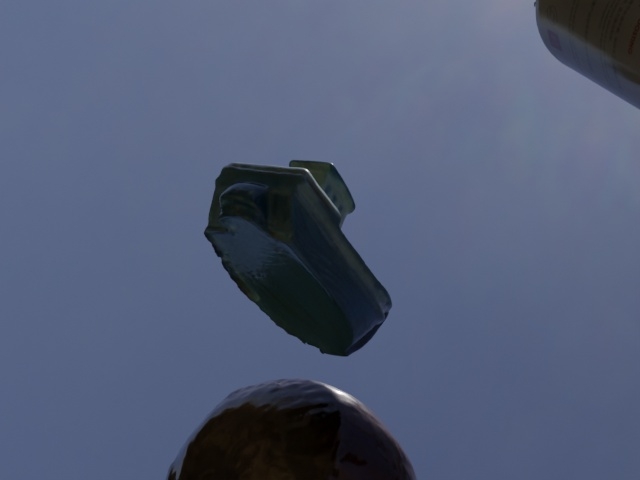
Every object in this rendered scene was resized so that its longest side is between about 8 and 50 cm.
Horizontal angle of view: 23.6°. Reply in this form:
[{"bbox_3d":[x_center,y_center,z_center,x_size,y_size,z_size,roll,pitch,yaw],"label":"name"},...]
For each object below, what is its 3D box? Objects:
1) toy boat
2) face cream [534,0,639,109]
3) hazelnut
[{"bbox_3d":[0.000,0.000,1.072,0.088,0.215,0.102,8,-121,33],"label":"toy boat"},{"bbox_3d":[0.215,-0.110,0.871,0.214,0.096,0.096,48,-58,57],"label":"face cream"},{"bbox_3d":[-0.009,0.208,1.183,0.208,0.208,0.208,-2,-93,44],"label":"hazelnut"}]
